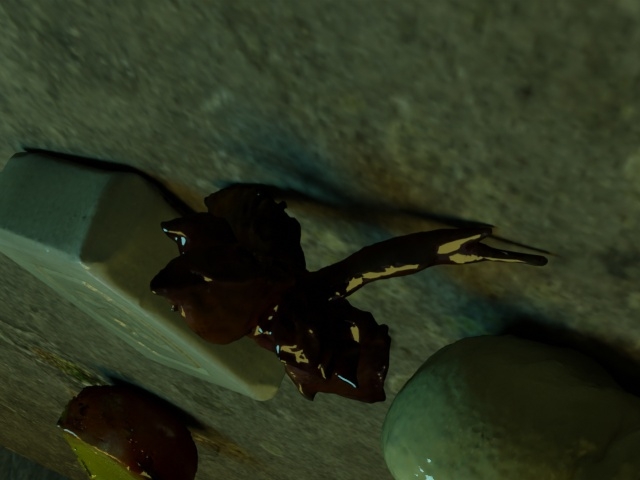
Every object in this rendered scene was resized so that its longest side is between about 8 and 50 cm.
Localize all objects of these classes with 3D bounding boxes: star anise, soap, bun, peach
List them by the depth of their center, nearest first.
[{"bbox_3d":[0.007,0.006,0.742,0.140,0.144,0.158,44,-165,1],"label":"star anise"},{"bbox_3d":[0.124,0.114,0.828,0.188,0.111,0.164,30,-177,-15],"label":"bun"},{"bbox_3d":[-0.104,0.022,0.947,0.121,0.064,0.183,14,159,43],"label":"soap"},{"bbox_3d":[-0.192,0.199,1.585,0.127,0.092,0.172,4,142,41],"label":"peach"}]
